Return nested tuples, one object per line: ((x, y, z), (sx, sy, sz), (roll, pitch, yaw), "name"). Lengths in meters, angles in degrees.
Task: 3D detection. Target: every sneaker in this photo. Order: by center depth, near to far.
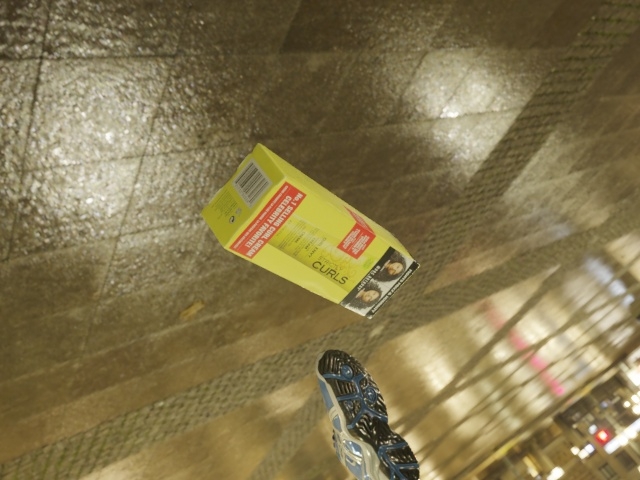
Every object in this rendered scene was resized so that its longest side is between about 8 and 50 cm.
((0.041, 0.232, 0.841), (0.081, 0.211, 0.080), (-19, -169, 40), "sneaker")

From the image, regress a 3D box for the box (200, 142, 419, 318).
((0.000, 0.000, 0.656), (0.087, 0.058, 0.232), (-48, 138, 9), "box")
